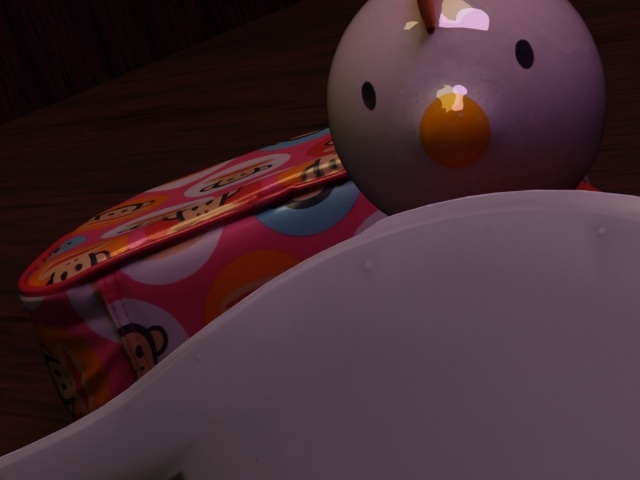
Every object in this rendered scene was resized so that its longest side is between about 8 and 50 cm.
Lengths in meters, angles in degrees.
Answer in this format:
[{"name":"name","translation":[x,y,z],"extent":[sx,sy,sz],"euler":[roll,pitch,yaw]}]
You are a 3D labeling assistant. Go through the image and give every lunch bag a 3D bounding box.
[{"name":"lunch bag","translation":[0.000,0.000,1.036],"extent":[0.293,0.120,0.258],"euler":[-17,12,9]}]

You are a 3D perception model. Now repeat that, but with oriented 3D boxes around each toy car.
[{"name":"toy car","translation":[0.064,-0.022,0.761],"extent":[0.219,0.238,0.210],"euler":[-16,13,14]}]

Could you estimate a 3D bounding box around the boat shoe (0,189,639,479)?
[{"name":"boat shoe","translation":[0.028,0.094,0.552],"extent":[0.156,0.136,0.367],"euler":[11,-30,-43]}]
